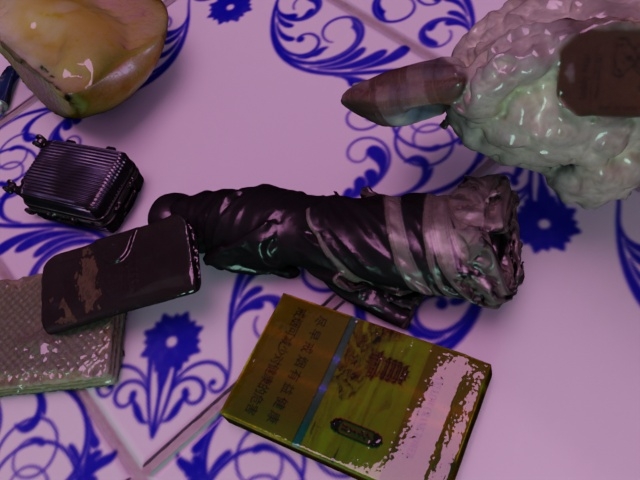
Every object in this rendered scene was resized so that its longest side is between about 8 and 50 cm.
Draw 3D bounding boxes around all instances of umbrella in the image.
[{"bbox_3d":[0.003,-0.002,0.625,0.357,0.106,0.113,4,50,25],"label":"umbrella"}]

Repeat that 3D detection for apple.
[{"bbox_3d":[-0.279,-0.239,0.820,0.193,0.120,0.265,-38,59,-26],"label":"apple"}]

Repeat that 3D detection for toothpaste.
[{"bbox_3d":[-0.405,-0.193,0.878,0.027,0.019,0.083,-25,51,27],"label":"toothpaste"}]

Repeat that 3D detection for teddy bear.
[{"bbox_3d":[0.268,-0.067,0.519,0.362,0.375,0.327,-34,10,24],"label":"teddy bear"}]

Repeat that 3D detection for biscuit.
[{"bbox_3d":[-0.285,0.089,0.660,0.199,0.041,0.121,-8,59,8],"label":"biscuit"}]

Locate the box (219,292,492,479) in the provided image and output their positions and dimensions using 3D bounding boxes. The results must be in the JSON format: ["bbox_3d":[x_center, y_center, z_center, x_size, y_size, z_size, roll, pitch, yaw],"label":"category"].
[{"bbox_3d":[0.028,0.126,0.563,0.193,0.030,0.121,17,65,23],"label":"box"}]

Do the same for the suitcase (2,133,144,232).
[{"bbox_3d":[-0.259,-0.059,0.733,0.126,0.059,0.086,11,64,20],"label":"suitcase"}]

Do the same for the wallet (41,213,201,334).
[{"bbox_3d":[-0.183,0.030,0.624,0.156,0.018,0.082,-15,66,12],"label":"wallet"}]
